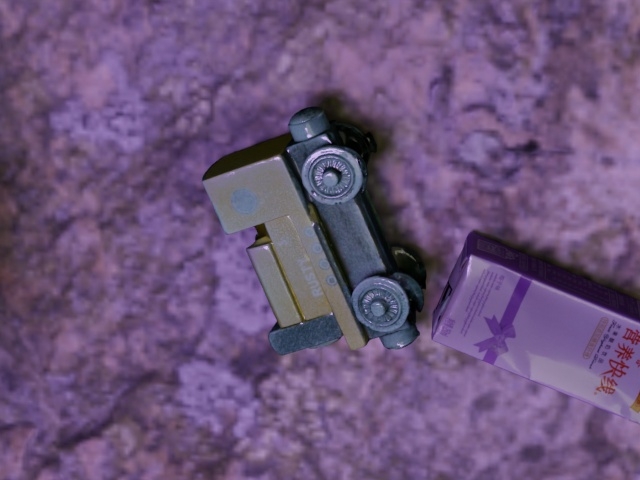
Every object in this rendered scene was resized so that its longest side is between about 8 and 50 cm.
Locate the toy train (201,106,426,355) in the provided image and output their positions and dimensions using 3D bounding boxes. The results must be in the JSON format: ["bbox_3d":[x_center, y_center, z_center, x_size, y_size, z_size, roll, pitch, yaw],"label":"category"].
[{"bbox_3d":[0.000,0.000,0.874,0.081,0.050,0.122,-17,106,17],"label":"toy train"}]

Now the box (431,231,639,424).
[{"bbox_3d":[0.113,0.042,0.880,0.117,0.036,0.050,21,111,-1],"label":"box"}]
